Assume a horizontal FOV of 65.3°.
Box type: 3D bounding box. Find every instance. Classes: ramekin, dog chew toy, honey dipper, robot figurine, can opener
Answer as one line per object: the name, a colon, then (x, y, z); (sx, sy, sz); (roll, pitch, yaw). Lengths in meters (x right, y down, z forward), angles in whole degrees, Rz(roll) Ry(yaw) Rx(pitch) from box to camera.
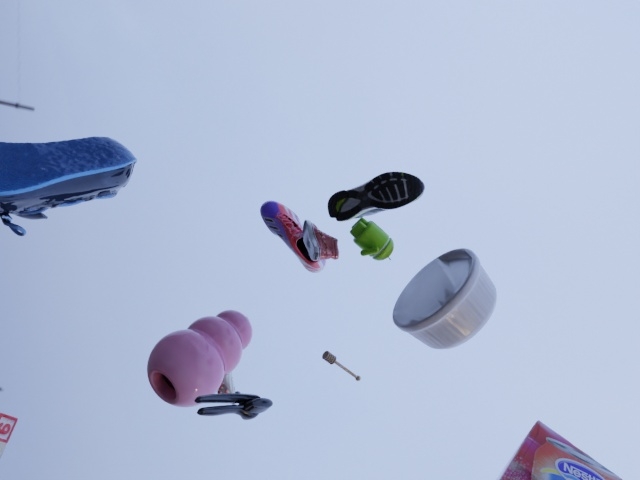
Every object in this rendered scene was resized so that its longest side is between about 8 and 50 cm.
ramekin: (0.327, 0.158, 1.286); (0.127, 0.273, 0.273); (43, -56, -11)
dog chew toy: (-0.314, 0.307, 1.392); (0.206, 0.332, 0.206); (16, -59, 28)
honey dipper: (0.070, 0.403, 1.583); (0.030, 0.161, 0.030); (-38, -154, 22)
robot figurine: (0.124, 0.000, 1.170); (0.115, 0.101, 0.067); (41, -64, -7)
can opener: (-0.191, 0.350, 1.075); (0.073, 0.186, 0.059); (-48, -133, 23)

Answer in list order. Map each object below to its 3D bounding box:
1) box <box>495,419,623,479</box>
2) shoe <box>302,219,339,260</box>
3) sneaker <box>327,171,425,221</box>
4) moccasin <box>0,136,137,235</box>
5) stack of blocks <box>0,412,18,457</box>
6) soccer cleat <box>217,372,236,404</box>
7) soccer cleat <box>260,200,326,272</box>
box: (0.192, 0.317, 0.474); (0.128, 0.122, 0.257); (34, -50, 29)
shoe: (0.000, 0.000, 1.501); (0.178, 0.081, 0.063); (-111, -151, -52)
sneaker: (0.171, -0.131, 1.480); (0.300, 0.121, 0.111); (-11, -91, 33)
moccasin: (-0.441, -0.074, 0.768); (0.138, 0.342, 0.117); (47, -53, 23)
stack of blocks: (-0.695, 0.362, 0.841); (0.297, 0.087, 0.171); (0, -122, 16)
soccer cleat: (-0.296, 0.414, 1.546); (0.068, 0.076, 0.196); (-20, -82, 46)
soccer cleat: (-0.093, -0.027, 1.726); (0.108, 0.116, 0.318); (-38, -102, -10)
